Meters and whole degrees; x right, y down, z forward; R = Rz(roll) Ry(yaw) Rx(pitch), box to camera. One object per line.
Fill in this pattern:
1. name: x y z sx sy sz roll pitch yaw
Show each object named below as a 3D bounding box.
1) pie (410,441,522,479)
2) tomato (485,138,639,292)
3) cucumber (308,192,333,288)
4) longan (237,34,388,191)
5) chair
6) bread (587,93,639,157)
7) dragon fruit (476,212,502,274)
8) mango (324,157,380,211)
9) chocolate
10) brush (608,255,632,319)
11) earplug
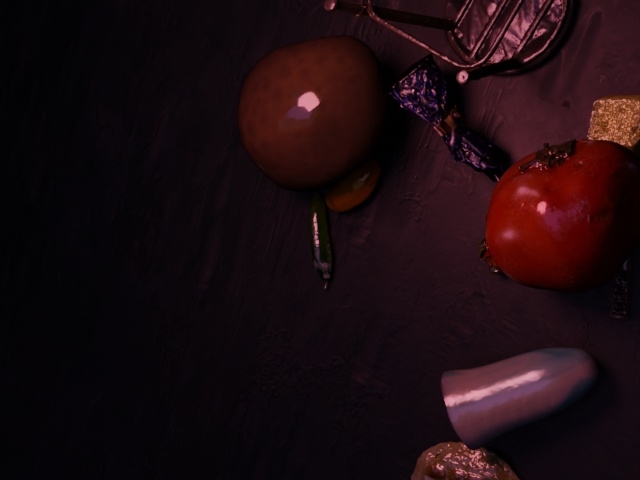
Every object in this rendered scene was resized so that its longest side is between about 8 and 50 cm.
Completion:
1. pie: 0.346 0.614 1.899 0.306 0.071 0.306 1 93 30
2. tomato: 0.491 -0.048 1.638 0.293 0.325 0.290 -3 117 40
3. cucumber: 0.000 0.000 2.103 0.056 0.056 0.250 -10 85 31
4. longan: -0.021 -0.301 1.927 0.404 0.336 0.405 -44 32 38
5. chair: 0.320 -0.528 1.686 0.362 0.410 0.365 36 109 27
6. bread: 0.623 -0.237 1.685 0.114 0.111 0.129 13 92 34
7. dragon fruit: 0.407 0.001 1.818 0.138 0.142 0.175 29 133 -8
8. mango: 0.082 -0.134 2.038 0.190 0.075 0.098 -41 56 30
9. chocolate: 0.296 -0.251 1.828 0.126 0.148 0.343 -38 91 -8
10. brush: 0.638 0.043 1.727 0.043 0.036 0.248 4 93 22
11. earplug: 0.446 0.318 1.785 0.324 0.185 0.185 -26 78 22
